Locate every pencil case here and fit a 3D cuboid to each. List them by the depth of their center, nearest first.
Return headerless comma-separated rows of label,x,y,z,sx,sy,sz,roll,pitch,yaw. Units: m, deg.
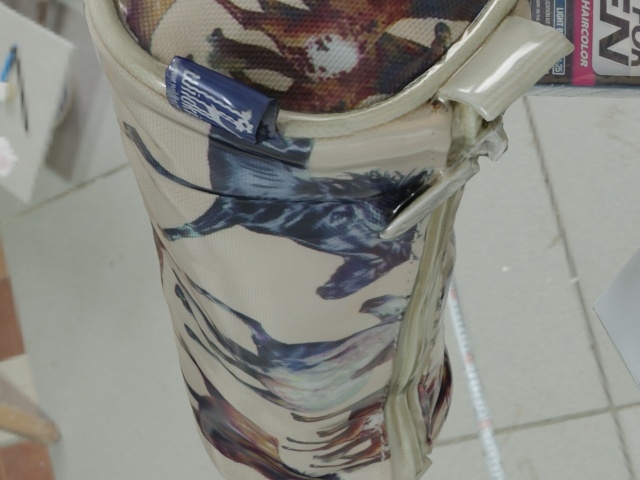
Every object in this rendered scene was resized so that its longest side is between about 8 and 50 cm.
pencil case,0.000,0.000,0.581,0.183,0.160,0.410,50,161,26

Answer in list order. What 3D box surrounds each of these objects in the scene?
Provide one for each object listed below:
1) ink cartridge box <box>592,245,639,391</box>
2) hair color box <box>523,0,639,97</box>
ink cartridge box,0.318,0.049,0.869,0.127,0.176,0.128,64,153,27
hair color box,0.342,-0.227,1.164,0.105,0.347,0.173,-173,83,-76
